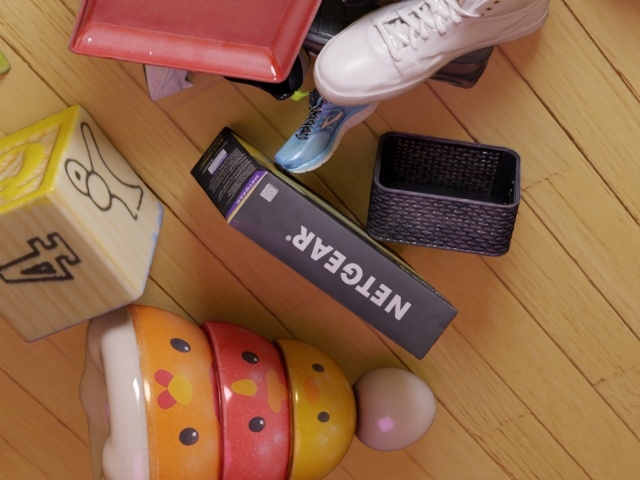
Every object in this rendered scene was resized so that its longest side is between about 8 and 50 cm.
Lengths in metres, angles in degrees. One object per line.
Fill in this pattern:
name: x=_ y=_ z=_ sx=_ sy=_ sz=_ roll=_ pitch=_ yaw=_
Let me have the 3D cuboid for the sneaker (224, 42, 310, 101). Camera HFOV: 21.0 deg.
sneaker: x=-0.107 y=-0.243 z=2.035 sx=0.235 sy=0.097 sz=0.084 roll=29 pitch=127 yaw=-16

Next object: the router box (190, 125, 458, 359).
router box: x=0.000 y=0.000 z=2.130 sx=0.309 sy=0.243 sz=0.081 roll=36 pitch=95 yaw=-22

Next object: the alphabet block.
alphabet block: x=-0.340 y=-0.020 z=2.192 sx=0.193 sy=0.192 sz=0.197 roll=-23 pitch=123 yaw=21

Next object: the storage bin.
storage bin: x=0.153 y=-0.058 z=2.142 sx=0.180 sy=0.122 sz=0.084 roll=7 pitch=130 yaw=1

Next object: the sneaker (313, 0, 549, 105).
sneaker: x=0.126 y=-0.257 z=1.904 sx=0.293 sy=0.108 sz=0.169 roll=-25 pitch=163 yaw=-10

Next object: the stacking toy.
stacking toy: x=-0.076 y=0.230 z=2.354 sx=0.480 sy=0.350 sz=0.350 roll=-4 pitch=132 yaw=-14

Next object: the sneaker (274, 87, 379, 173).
sneaker: x=-0.003 y=-0.150 z=2.080 sx=0.063 sy=0.162 sz=0.073 roll=27 pitch=160 yaw=46

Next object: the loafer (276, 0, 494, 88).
loafer: x=0.068 y=-0.226 z=2.036 sx=0.268 sy=0.096 sz=0.084 roll=8 pitch=136 yaw=-3

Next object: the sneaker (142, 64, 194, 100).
sneaker: x=-0.191 y=-0.232 z=2.085 sx=0.061 sy=0.053 sz=0.152 roll=-12 pitch=145 yaw=-1

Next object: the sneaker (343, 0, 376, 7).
sneaker: x=0.121 y=-0.380 z=1.890 sx=0.283 sy=0.107 sz=0.124 roll=-29 pitch=79 yaw=3

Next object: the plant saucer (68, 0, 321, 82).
plant saucer: x=-0.126 y=-0.289 z=1.895 sx=0.258 sy=0.047 sz=0.259 roll=7 pitch=142 yaw=-18

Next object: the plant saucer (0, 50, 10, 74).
plant saucer: x=-0.509 y=-0.241 z=2.121 sx=0.188 sy=0.045 sz=0.188 roll=-18 pitch=125 yaw=20
